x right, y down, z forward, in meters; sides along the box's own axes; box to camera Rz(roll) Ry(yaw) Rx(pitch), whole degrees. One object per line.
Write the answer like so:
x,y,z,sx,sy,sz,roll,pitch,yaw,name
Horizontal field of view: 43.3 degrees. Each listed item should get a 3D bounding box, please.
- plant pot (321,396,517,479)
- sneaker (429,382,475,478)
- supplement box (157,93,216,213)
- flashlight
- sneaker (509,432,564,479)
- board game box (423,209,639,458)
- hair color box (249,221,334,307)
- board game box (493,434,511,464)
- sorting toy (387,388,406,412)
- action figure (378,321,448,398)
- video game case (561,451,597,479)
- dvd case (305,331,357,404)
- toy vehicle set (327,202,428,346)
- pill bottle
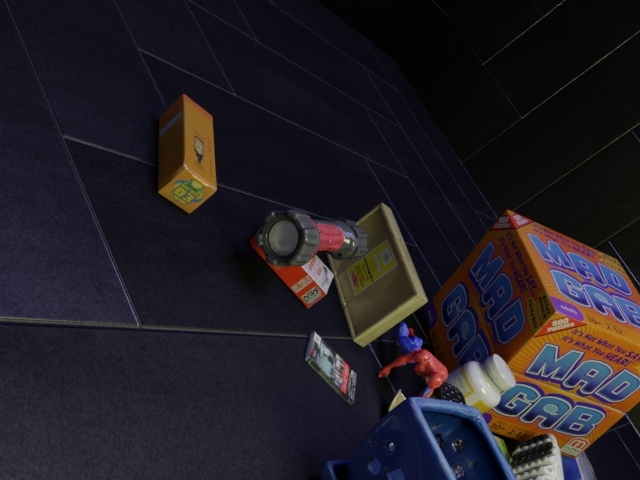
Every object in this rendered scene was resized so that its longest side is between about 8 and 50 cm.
0.152,0.382,1.167,0.236,0.212,0.235,24,35,-54,plant pot
0.233,0.373,1.516,0.084,0.097,0.234,28,33,-13,sneaker
-0.235,-0.155,1.410,0.078,0.080,0.233,38,24,-33,supplement box
0.000,0.000,1.479,0.304,0.103,0.103,6,77,-62,flashlight
0.455,0.513,1.651,0.118,0.110,0.292,55,28,-15,sneaker
0.509,0.219,1.865,0.357,0.356,0.356,21,32,-22,board game box
-0.052,0.036,1.522,0.167,0.053,0.093,48,21,-9,hair color box
0.383,0.500,1.711,0.092,0.043,0.181,33,28,-41,board game box
0.147,0.332,1.490,0.083,0.045,0.075,53,28,-1,sorting toy
0.165,0.252,1.609,0.091,0.139,0.280,43,0,-17,action figure
0.649,0.597,2.035,0.244,0.061,0.269,58,18,-22,video game case
0.020,0.225,1.427,0.119,0.013,0.087,48,21,-16,dvd case
0.107,0.065,1.653,0.035,0.166,0.266,34,28,-40,toy vehicle set
0.298,0.309,1.638,0.103,0.184,0.103,44,23,-24,pill bottle
